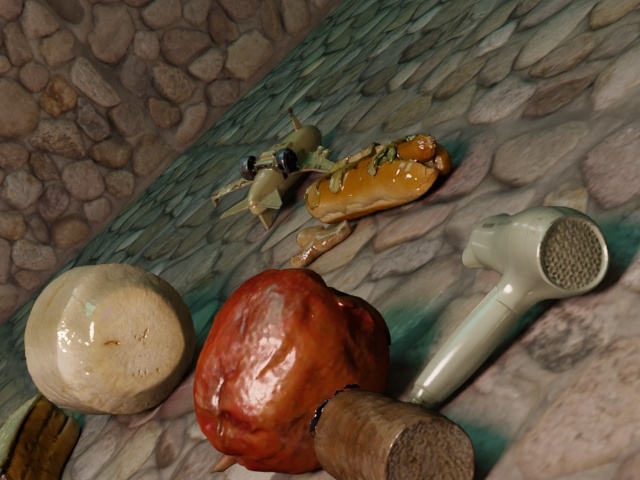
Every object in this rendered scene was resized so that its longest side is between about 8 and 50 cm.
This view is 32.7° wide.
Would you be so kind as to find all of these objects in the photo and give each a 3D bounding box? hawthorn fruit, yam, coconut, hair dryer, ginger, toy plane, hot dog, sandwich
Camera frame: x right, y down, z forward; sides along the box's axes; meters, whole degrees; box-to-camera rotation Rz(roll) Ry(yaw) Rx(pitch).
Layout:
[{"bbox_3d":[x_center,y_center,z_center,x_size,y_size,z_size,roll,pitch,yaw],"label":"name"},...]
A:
[{"bbox_3d":[-0.021,0.114,0.955,0.173,0.173,0.179,-26,49,44],"label":"hawthorn fruit"},{"bbox_3d":[0.052,0.152,0.789,0.084,0.084,0.127,-46,19,-14],"label":"yam"},{"bbox_3d":[-0.279,0.129,1.423,0.202,0.202,0.222,-50,19,-26],"label":"coconut"},{"bbox_3d":[0.121,0.070,0.910,0.237,0.075,0.206,-52,10,-6],"label":"hair dryer"},{"bbox_3d":[0.000,0.000,1.406,0.097,0.030,0.048,-34,45,18],"label":"ginger"},{"bbox_3d":[-0.060,-0.116,1.746,0.241,0.104,0.256,-11,38,34],"label":"toy plane"},{"bbox_3d":[0.070,-0.081,1.368,0.109,0.072,0.269,-44,14,-32],"label":"hot dog"},{"bbox_3d":[-0.464,0.342,1.479,0.273,0.095,0.249,-37,17,14],"label":"sandwich"}]
